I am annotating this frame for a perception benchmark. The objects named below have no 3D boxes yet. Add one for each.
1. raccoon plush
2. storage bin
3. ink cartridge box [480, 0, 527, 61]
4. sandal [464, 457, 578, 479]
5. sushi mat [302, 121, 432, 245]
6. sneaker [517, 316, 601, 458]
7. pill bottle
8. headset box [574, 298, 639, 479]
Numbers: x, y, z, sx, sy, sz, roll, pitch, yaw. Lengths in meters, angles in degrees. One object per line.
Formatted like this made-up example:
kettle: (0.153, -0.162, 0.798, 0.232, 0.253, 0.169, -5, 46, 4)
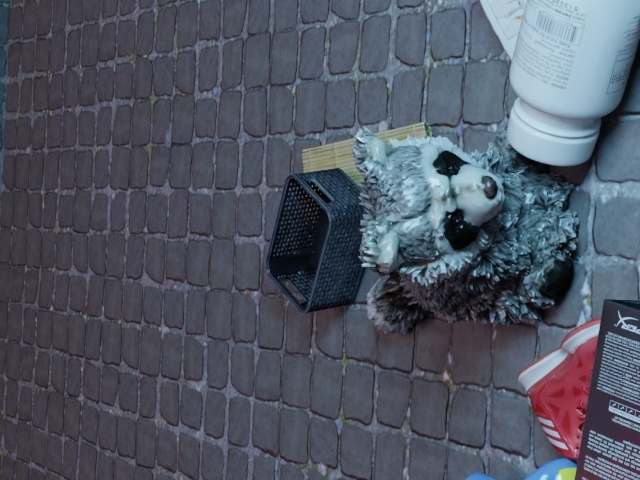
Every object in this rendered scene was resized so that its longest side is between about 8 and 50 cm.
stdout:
raccoon plush: (0.098, 0.031, 1.753, 0.446, 0.299, 0.216, -51, 48, 43)
storage bin: (0.000, 0.000, 2.076, 0.122, 0.084, 0.180, 48, 134, 40)
ink cartridge box: (0.280, -0.414, 1.705, 0.308, 0.091, 0.385, -32, 82, 49)
sandal: (0.202, 0.335, 1.741, 0.317, 0.126, 0.138, -49, 45, 42)
sushi mat: (0.064, -0.073, 2.070, 0.317, 0.019, 0.151, -7, 83, 57)
sneaker: (0.314, 0.166, 1.630, 0.128, 0.087, 0.221, 69, 153, 18)
pill bottle: (0.282, -0.205, 1.628, 0.131, 0.131, 0.229, 52, 142, 45)
headset box: (0.363, 0.211, 1.406, 0.110, 0.218, 0.293, 20, 104, 58)
